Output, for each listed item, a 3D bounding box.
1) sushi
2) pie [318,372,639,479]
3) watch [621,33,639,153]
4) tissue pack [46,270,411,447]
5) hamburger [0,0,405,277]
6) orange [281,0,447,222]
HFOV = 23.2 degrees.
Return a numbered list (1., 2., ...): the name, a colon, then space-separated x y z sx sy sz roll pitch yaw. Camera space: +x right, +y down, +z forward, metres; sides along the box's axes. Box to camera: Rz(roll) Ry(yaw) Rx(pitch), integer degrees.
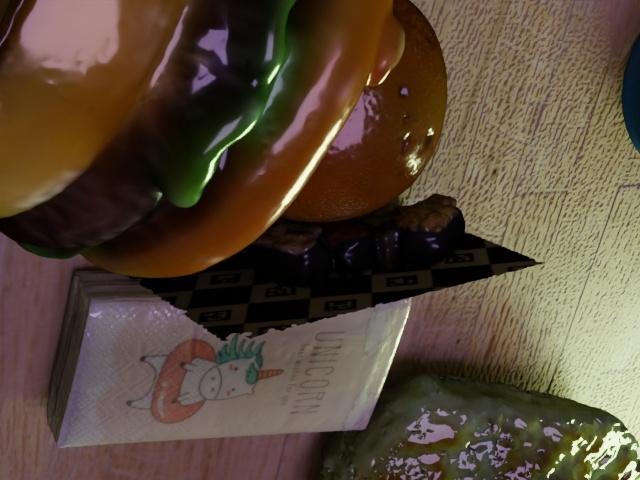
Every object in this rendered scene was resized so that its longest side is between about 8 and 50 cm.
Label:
1. sushi: 0.000 0.000 1.308 0.290 0.264 0.050 -13 107 -22
2. pie: 0.170 0.323 1.682 0.395 0.180 0.418 -1 118 -26
3. watch: 0.453 -0.141 1.449 0.274 0.241 0.305 38 103 -28
4. tissue pack: -0.083 0.107 1.449 0.325 0.071 0.170 1 122 -28
5. hamburger: -0.133 -0.178 1.013 0.277 0.396 0.395 20 114 -37
6. orange: 0.007 -0.112 1.242 0.206 0.206 0.206 -14 130 -18
